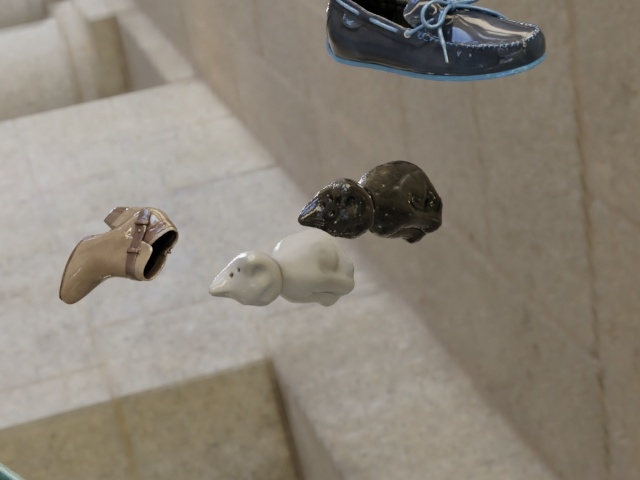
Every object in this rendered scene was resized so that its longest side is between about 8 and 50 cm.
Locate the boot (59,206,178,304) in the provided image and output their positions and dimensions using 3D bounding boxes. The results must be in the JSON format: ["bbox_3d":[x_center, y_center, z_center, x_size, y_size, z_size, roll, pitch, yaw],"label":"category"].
[{"bbox_3d":[-0.182,0.019,1.366,0.087,0.118,0.042,26,174,43],"label":"boot"}]

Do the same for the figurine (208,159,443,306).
[{"bbox_3d":[0.000,0.000,1.589,0.092,0.215,0.209,58,-157,13],"label":"figurine"}]

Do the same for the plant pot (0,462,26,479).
[{"bbox_3d":[-0.366,0.275,1.099,0.247,0.248,0.252,26,98,29],"label":"plant pot"}]

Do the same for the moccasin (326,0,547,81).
[{"bbox_3d":[0.141,-0.291,2.040,0.342,0.138,0.116,8,120,31],"label":"moccasin"}]
